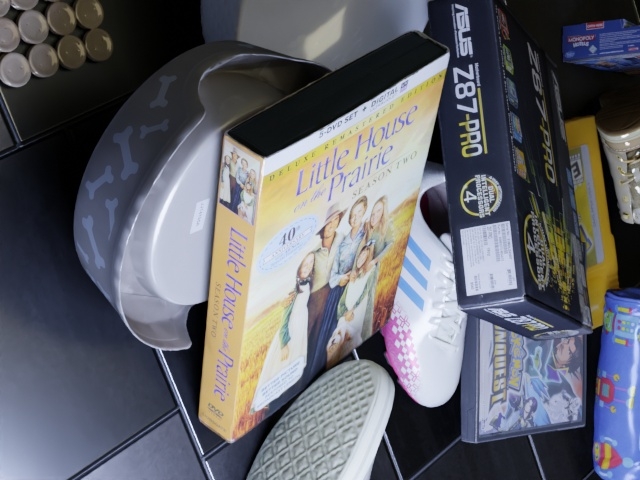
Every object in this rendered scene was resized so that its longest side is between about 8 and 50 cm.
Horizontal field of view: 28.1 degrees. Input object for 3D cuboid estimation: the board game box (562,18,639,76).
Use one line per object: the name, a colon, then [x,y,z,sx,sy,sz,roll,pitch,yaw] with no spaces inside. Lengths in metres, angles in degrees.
board game box: [0.510,-0.305,2.016,0.194,0.194,0.060,3,86,-56]

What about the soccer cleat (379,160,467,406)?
soccer cleat: [0.151,0.059,1.671,0.116,0.143,0.331,-12,96,-42]

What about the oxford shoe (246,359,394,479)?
oxford shoe: [-0.019,0.354,1.488,0.130,0.169,0.449,31,74,-33]

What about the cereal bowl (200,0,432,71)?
cereal bowl: [-0.013,-0.310,1.507,0.339,0.141,0.339,-30,138,-31]

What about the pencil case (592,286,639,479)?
pencil case: [0.490,0.223,1.950,0.133,0.119,0.306,-1,100,-15]

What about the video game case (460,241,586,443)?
video game case: [0.292,0.137,1.810,0.248,0.035,0.275,0,89,-42]

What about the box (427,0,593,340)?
box: [0.246,-0.084,1.639,0.318,0.097,0.395,27,55,-63]

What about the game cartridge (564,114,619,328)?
game cartridge: [0.341,-0.009,1.909,0.285,0.052,0.324,-17,98,-41]

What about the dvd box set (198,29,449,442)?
dvd box set: [0.000,0.000,1.434,0.307,0.062,0.420,-34,146,-39]

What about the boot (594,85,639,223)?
boot: [0.485,-0.118,1.966,0.262,0.095,0.204,-64,140,-71]

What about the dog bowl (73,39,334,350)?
dog bowl: [-0.116,-0.055,1.360,0.348,0.102,0.349,-40,149,-30]

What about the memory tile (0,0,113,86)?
memory tile: [-0.295,-0.234,1.372,0.148,0.012,0.113,-25,104,-40]
